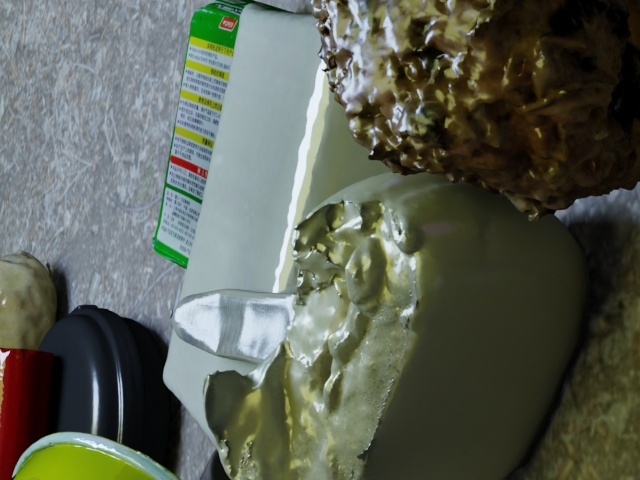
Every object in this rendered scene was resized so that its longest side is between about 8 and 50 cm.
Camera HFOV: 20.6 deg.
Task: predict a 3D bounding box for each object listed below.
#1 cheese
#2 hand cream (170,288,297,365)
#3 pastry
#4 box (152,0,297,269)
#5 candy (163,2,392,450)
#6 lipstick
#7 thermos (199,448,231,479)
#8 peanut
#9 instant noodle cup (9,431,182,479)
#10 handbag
[{"bbox_3d":[0.056,0.074,1.172,0.127,0.233,0.266,45,125,43],"label":"cheese"},{"bbox_3d":[-0.060,0.062,1.283,0.165,0.037,0.057,4,80,55],"label":"hand cream"},{"bbox_3d":[0.118,-0.146,1.078,0.275,0.275,0.193,-115,30,-44],"label":"pastry"},{"bbox_3d":[-0.059,-0.081,1.538,0.180,0.103,0.250,28,109,60],"label":"box"},{"bbox_3d":[-0.001,0.000,1.366,0.208,0.145,0.358,29,107,60],"label":"candy"},{"bbox_3d":[-0.311,0.248,1.752,0.073,0.073,0.279,-5,80,61],"label":"lipstick"},{"bbox_3d":[-0.065,0.271,1.478,0.137,0.105,0.193,45,132,18],"label":"thermos"},{"bbox_3d":[-0.390,0.165,2.032,0.149,0.149,0.313,34,115,59],"label":"peanut"},{"bbox_3d":[-0.213,0.339,1.423,0.311,0.221,0.311,24,132,29],"label":"instant noodle cup"},{"bbox_3d":[-0.244,0.215,1.808,0.308,0.093,0.254,-67,31,25],"label":"handbag"}]
